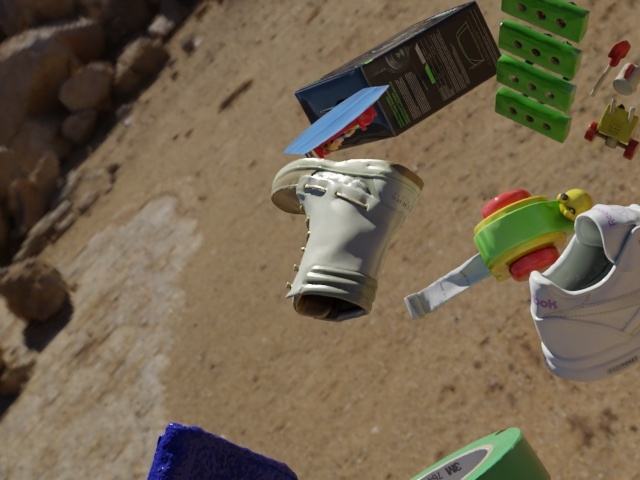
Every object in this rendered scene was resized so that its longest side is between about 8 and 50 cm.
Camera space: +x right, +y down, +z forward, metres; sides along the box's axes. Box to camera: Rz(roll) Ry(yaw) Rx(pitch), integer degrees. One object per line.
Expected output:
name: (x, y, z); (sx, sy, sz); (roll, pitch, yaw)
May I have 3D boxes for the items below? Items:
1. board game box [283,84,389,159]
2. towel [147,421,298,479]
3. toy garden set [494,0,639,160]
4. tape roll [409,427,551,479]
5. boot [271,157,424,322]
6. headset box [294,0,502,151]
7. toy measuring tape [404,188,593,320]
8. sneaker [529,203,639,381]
board game box: (0.026, -0.134, 1.229); (0.133, 0.033, 0.169); (-39, 14, -8)
towel: (-0.158, 0.404, 1.271); (0.076, 0.228, 0.308); (-5, 60, 48)
toy garden set: (0.326, -0.214, 1.292); (0.049, 0.204, 0.244); (-52, -23, -22)
tape roll: (0.144, 0.362, 1.315); (0.321, 0.077, 0.321); (-33, -6, -4)
boot: (0.000, 0.000, 1.069); (0.213, 0.077, 0.165); (1, 65, 49)
headset box: (0.126, -0.271, 1.743); (0.283, 0.131, 0.246); (-33, 13, -23)
toy measuring tape: (0.216, 0.023, 1.351); (0.330, 0.121, 0.121); (-34, 20, 34)
sneaker: (0.337, 0.011, 0.987); (0.305, 0.152, 0.114); (-33, 29, -10)
